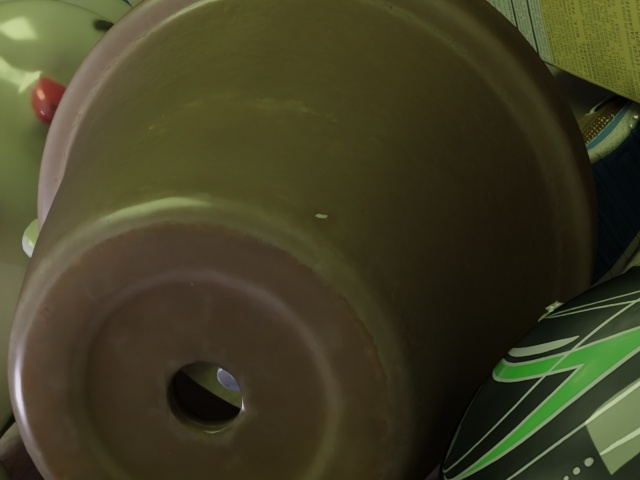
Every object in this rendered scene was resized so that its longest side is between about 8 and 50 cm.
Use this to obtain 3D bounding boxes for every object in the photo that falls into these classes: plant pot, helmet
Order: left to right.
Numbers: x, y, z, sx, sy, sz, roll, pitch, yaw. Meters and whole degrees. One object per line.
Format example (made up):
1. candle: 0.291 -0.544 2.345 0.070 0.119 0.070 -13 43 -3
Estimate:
1. plant pot: -0.020 0.023 0.633 0.263 0.263 0.229 -30 11 20
2. helmet: 0.123 0.085 0.491 0.169 0.169 0.161 -46 8 -17

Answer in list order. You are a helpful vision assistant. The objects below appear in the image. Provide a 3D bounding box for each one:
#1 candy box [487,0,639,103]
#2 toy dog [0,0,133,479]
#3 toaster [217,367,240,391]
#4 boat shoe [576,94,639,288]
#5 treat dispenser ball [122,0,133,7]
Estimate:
1. candy box: 0.203 -0.161 0.856 0.183 0.087 0.316 -18 20 -10
2. toy dog: -0.224 0.021 0.978 0.408 0.284 0.395 -58 -3 -11
3. toaster: 0.000 0.000 0.831 0.185 0.168 0.110 -29 30 20
4. boat shoe: 0.137 -0.022 0.807 0.183 0.066 0.066 -38 16 -24
5. treat dispenser ball: -0.278 -0.116 1.299 0.288 0.288 0.288 -32 24 16
